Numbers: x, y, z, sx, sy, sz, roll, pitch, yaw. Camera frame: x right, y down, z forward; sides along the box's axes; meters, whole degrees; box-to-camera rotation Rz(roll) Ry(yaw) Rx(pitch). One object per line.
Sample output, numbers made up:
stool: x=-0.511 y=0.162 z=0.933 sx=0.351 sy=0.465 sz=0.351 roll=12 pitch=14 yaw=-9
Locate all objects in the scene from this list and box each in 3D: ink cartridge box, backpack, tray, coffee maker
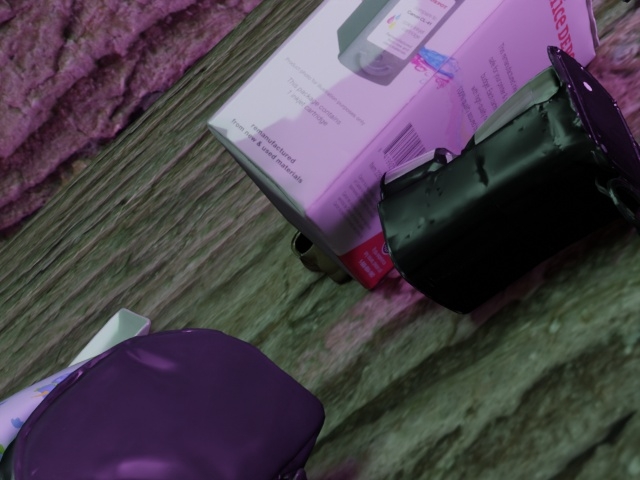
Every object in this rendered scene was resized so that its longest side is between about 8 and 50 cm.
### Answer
ink cartridge box: x=0.079 y=-0.130 z=1.077 sx=0.306 sy=0.131 sz=0.226 roll=-47 pitch=-24 yaw=-4
backpack: x=-0.206 y=0.230 z=0.907 sx=0.290 sy=0.273 sz=0.355 roll=-39 pitch=-18 yaw=-56
tray: x=-0.302 y=0.196 z=1.522 sx=0.270 sy=0.030 sz=0.145 roll=-50 pitch=18 yaw=-12
coffee maker: x=0.136 y=-0.028 z=0.918 sx=0.178 sy=0.120 sz=0.171 roll=-37 pitch=21 yaw=26

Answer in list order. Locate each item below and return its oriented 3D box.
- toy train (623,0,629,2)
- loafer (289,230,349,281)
toy train: x=0.332 y=-0.279 z=1.161 sx=0.158 sy=0.036 sz=0.027 roll=-44 pitch=18 yaw=5
loafer: x=0.000 y=0.000 z=1.258 sx=0.056 sy=0.050 sz=0.148 roll=-48 pitch=19 yaw=-7
